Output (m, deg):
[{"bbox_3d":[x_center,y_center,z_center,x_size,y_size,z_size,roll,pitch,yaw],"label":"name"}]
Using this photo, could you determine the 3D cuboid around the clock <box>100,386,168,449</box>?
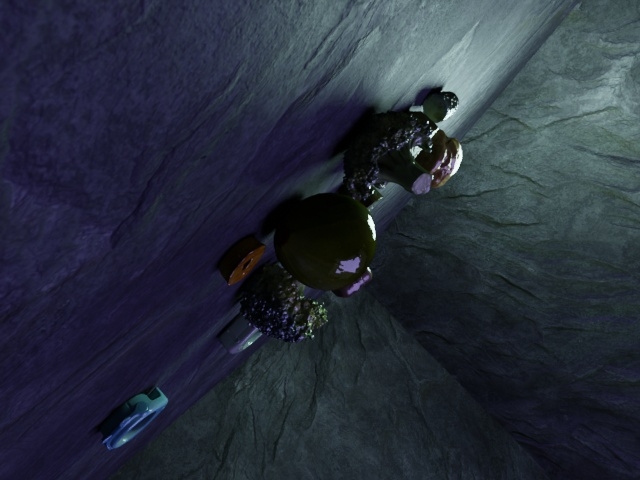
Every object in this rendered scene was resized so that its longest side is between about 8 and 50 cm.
[{"bbox_3d":[-0.705,0.660,1.858,0.223,0.094,0.274,-45,169,1],"label":"clock"}]

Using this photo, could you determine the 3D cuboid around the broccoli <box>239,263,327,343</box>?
[{"bbox_3d":[-0.151,0.212,1.884,0.293,0.348,0.281,7,-135,42],"label":"broccoli"}]

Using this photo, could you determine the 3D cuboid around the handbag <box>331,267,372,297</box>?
[{"bbox_3d":[0.043,0.071,1.887,0.149,0.302,0.283,-38,175,-13],"label":"handbag"}]

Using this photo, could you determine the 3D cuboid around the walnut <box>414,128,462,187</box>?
[{"bbox_3d":[0.464,-0.336,2.115,0.257,0.224,0.257,-59,-172,13],"label":"walnut"}]

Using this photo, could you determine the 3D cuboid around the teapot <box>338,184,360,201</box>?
[{"bbox_3d":[0.099,-0.168,1.770,0.068,0.076,0.121,-17,125,-52],"label":"teapot"}]

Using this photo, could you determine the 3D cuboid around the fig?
[{"bbox_3d":[0.000,0.000,1.468,0.316,0.316,0.316,-43,171,-9],"label":"fig"}]

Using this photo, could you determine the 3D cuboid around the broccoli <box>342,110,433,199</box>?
[{"bbox_3d":[0.187,-0.238,1.403,0.288,0.235,0.260,-55,-156,10],"label":"broccoli"}]

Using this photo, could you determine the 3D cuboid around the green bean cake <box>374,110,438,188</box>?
[{"bbox_3d":[0.256,-0.307,1.668,0.233,0.124,0.236,-36,168,-47],"label":"green bean cake"}]

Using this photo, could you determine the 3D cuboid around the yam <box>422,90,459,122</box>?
[{"bbox_3d":[0.424,-0.471,1.764,0.107,0.107,0.183,-51,170,35],"label":"yam"}]

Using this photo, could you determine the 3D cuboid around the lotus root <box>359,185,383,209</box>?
[{"bbox_3d":[0.114,-0.118,1.900,0.235,0.119,0.138,-46,171,17],"label":"lotus root"}]

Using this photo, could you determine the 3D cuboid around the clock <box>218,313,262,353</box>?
[{"bbox_3d":[-0.313,0.384,2.283,0.265,0.108,0.324,-46,172,-2],"label":"clock"}]

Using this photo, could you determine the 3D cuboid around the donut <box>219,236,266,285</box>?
[{"bbox_3d":[-0.220,0.053,1.392,0.152,0.058,0.152,-44,171,-9],"label":"donut"}]
